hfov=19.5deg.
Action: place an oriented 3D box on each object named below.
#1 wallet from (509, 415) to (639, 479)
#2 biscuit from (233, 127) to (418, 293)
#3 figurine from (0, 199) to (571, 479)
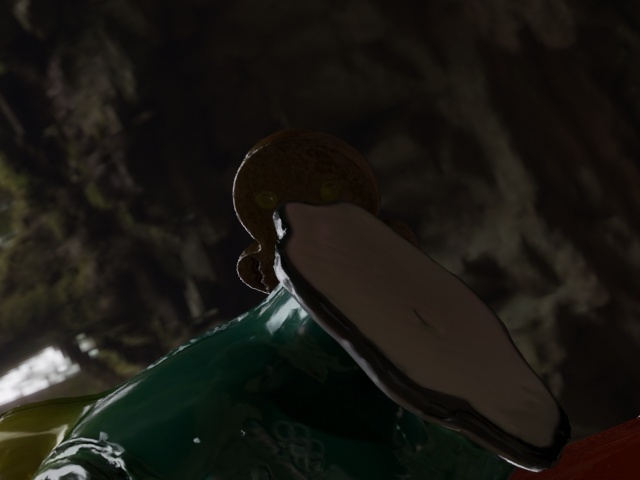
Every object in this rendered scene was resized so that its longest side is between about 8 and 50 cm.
[{"bbox_3d":[0.173,0.215,1.289,0.204,0.045,0.142,-17,-113,-23],"label":"wallet"},{"bbox_3d":[0.000,0.000,1.762,0.039,0.180,0.236,-72,-33,-56],"label":"biscuit"},{"bbox_3d":[-0.042,0.164,1.024,0.323,0.340,0.231,46,-160,16],"label":"figurine"}]
